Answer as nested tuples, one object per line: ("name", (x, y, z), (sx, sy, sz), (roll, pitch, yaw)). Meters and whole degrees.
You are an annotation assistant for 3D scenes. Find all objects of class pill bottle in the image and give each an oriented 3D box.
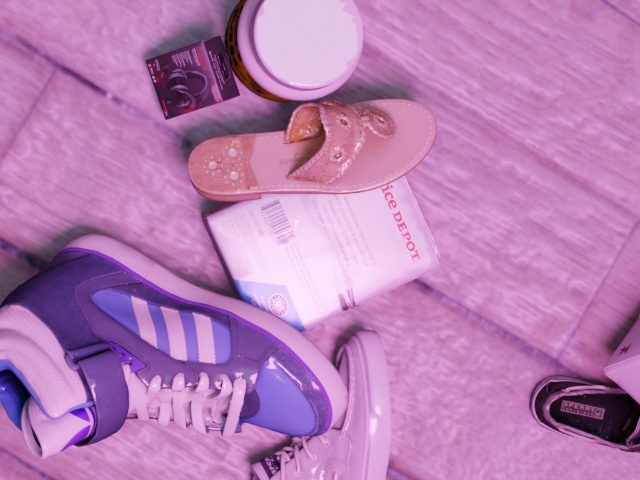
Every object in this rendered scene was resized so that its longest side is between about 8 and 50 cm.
("pill bottle", (-0.023, -0.188, 1.848), (0.119, 0.208, 0.119), (0, 93, -7))

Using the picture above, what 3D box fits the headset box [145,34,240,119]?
("headset box", (-0.119, -0.157, 1.904), (0.083, 0.032, 0.062), (-13, 98, 37))

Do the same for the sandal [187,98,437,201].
("sandal", (-0.006, -0.089, 1.848), (0.240, 0.079, 0.088), (-11, 73, -2))

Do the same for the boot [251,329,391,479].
("boot", (-0.004, 0.214, 1.929), (0.123, 0.095, 0.258), (2, 94, -14))

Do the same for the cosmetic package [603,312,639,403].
("cosmetic package", (0.482, 0.166, 1.935), (0.365, 0.155, 0.197), (42, 62, -9))

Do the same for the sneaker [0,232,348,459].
("sneaker", (-0.162, 0.147, 1.821), (0.322, 0.130, 0.236), (29, 48, 7))

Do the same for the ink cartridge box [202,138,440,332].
("ink cartridge box", (0.000, 0.000, 1.925), (0.190, 0.082, 0.140), (-25, 96, -7))

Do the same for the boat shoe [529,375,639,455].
("boat shoe", (0.320, 0.183, 1.983), (0.219, 0.070, 0.078), (7, 92, -8))
